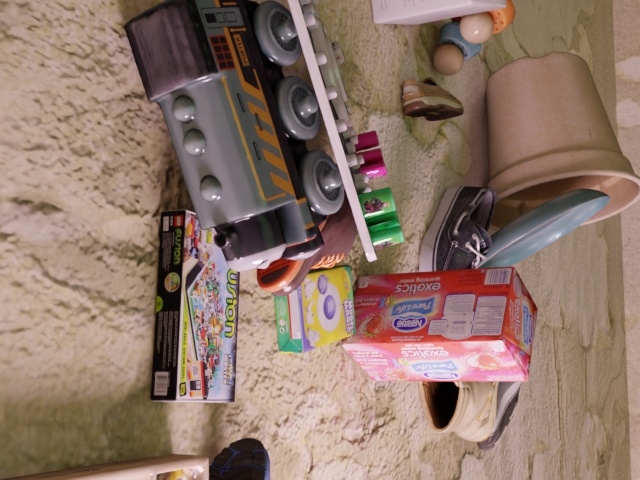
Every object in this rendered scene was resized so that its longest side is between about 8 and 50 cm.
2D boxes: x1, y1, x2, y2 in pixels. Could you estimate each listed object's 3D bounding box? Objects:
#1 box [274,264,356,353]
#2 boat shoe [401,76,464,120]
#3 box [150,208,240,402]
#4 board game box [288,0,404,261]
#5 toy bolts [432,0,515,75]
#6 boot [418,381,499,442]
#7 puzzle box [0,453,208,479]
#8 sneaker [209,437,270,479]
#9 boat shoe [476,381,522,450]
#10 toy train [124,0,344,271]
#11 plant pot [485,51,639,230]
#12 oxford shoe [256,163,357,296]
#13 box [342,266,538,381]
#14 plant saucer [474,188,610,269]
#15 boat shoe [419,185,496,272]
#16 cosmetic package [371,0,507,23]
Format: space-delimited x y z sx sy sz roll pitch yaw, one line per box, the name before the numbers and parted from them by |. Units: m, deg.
box | 0.000 0.091 1.296 0.179 0.043 0.105 -10 96 -63
boat shoe | 0.204 -0.261 1.693 0.190 0.068 0.072 -1 76 -61
box | -0.137 0.077 1.051 0.114 0.036 0.206 17 71 -60
board game box | 0.021 -0.214 1.171 0.390 0.050 0.389 -90 163 -72
toy bolts | 0.245 -0.416 1.723 0.158 0.218 0.228 -60 169 -19
boot | 0.255 0.227 1.697 0.203 0.095 0.261 27 68 -56
puzzle box | -0.236 0.344 0.823 0.409 0.052 0.272 11 78 -61
sneaker | -0.098 0.336 1.066 0.087 0.083 0.221 48 50 -67
boat shoe | 0.357 0.331 1.892 0.219 0.078 0.070 -49 128 -42
toy train | -0.092 -0.128 1.038 0.190 0.142 0.333 -23 98 -54
plant pot | 0.482 -0.213 1.969 0.334 0.334 0.305 26 53 -58
oxford shoe | 0.000 0.000 1.217 0.098 0.097 0.271 56 34 -19
box | 0.178 0.129 1.392 0.122 0.257 0.128 53 43 -43
plant saucer | 0.419 -0.017 1.842 0.318 0.318 0.043 0 59 -61
boat shoe | 0.261 0.006 1.718 0.108 0.102 0.301 66 34 -33
cosmetic package | 0.192 -0.448 1.553 0.151 0.184 0.151 -17 103 -56
